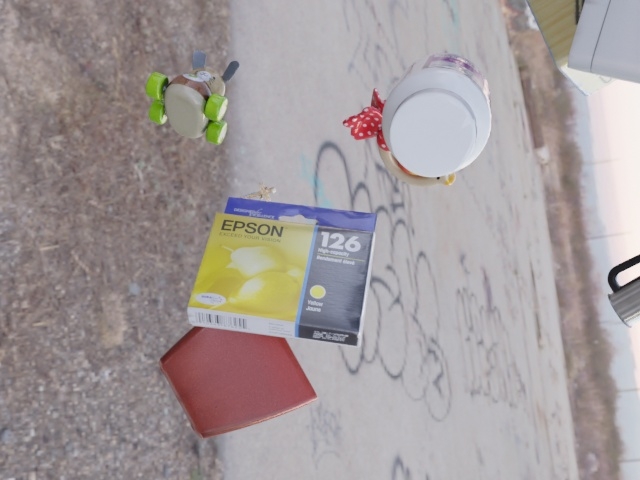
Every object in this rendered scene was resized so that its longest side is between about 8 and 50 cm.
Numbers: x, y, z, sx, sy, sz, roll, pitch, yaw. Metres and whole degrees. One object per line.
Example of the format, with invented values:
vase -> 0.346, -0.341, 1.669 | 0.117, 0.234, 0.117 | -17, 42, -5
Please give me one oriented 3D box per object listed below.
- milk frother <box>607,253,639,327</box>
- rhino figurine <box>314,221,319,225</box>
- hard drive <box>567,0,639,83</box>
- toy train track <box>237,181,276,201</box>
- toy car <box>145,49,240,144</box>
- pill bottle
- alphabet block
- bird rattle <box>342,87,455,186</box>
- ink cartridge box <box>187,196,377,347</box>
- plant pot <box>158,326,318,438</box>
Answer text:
milk frother -> 0.685, 0.100, 1.702 | 0.143, 0.135, 0.129 | 20, 43, -49
rhino figurine -> 0.000, 0.000, 1.999 | 0.073, 0.243, 0.106 | 61, 5, -17
hard drive -> 0.453, -0.261, 0.849 | 0.047, 0.353, 0.233 | 0, 109, -45
toy train track -> -0.131, -0.091, 1.658 | 0.014, 0.083, 0.048 | -85, 155, -53
toy car -> -0.241, -0.315, 1.647 | 0.149, 0.155, 0.188 | 102, 10, -59
pill bottle -> 0.187, -0.199, 1.297 | 0.301, 0.169, 0.169 | -60, 138, -67
alphabet block -> 0.559, -0.439, 1.626 | 0.192, 0.197, 0.193 | 17, 50, -54
bird rattle -> 0.178, -0.193, 1.644 | 0.143, 0.254, 0.207 | -58, 139, -44
ink cartridge box -> -0.058, 0.034, 1.482 | 0.072, 0.304, 0.307 | 90, 8, -54
plant pot -> -0.193, 0.275, 1.697 | 0.267, 0.236, 0.267 | 60, -16, 3
